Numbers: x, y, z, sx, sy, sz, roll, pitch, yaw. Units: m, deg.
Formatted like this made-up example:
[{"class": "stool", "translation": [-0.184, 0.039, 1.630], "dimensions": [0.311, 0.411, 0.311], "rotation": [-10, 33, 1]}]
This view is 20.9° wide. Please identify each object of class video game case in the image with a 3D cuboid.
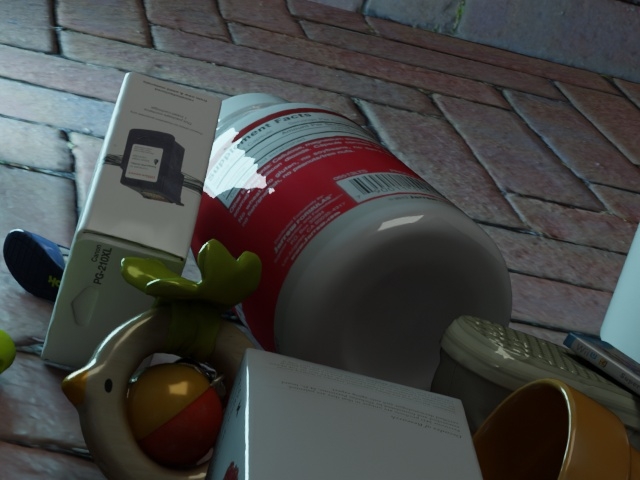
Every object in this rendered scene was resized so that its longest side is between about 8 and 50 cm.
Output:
[{"class": "video game case", "translation": [0.311, 0.139, 1.605], "dimensions": [0.166, 0.015, 0.119], "rotation": [34, 9, 26]}]

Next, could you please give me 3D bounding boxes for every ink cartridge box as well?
[{"class": "ink cartridge box", "translation": [-0.172, -0.012, 1.601], "dimensions": [0.100, 0.172, 0.237], "rotation": [16, 40, -7]}]

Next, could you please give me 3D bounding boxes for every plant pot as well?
[{"class": "plant pot", "translation": [0.209, 0.237, 1.331], "dimensions": [0.188, 0.205, 0.205], "rotation": [29, 16, -13]}]

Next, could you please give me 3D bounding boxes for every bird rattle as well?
[{"class": "bird rattle", "translation": [-0.096, 0.130, 1.406], "dimensions": [0.207, 0.253, 0.143], "rotation": [-36, 16, -27]}]

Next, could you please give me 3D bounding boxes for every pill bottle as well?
[{"class": "pill bottle", "translation": [0.000, 0.000, 1.738], "dimensions": [0.229, 0.229, 0.407], "rotation": [7, 21, -28]}]

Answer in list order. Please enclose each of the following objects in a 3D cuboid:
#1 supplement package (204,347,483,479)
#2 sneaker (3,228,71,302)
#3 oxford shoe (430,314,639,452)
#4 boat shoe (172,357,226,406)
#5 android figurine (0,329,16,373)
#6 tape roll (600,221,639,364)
[{"class": "supplement package", "translation": [0.008, 0.224, 1.187], "dimensions": [0.175, 0.177, 0.293], "rotation": [15, 18, -8]}, {"class": "sneaker", "translation": [-0.246, 0.033, 1.707], "dimensions": [0.144, 0.053, 0.059], "rotation": [31, 25, 11]}, {"class": "oxford shoe", "translation": [0.253, 0.185, 1.618], "dimensions": [0.449, 0.130, 0.169], "rotation": [21, 8, -42]}, {"class": "boat shoe", "translation": [-0.109, 0.138, 1.501], "dimensions": [0.066, 0.066, 0.183], "rotation": [24, 20, 20]}, {"class": "android figurine", "translation": [-0.389, 0.068, 1.473], "dimensions": [0.248, 0.056, 0.273], "rotation": [20, 18, 7]}, {"class": "tape roll", "translation": [0.469, 0.073, 2.035], "dimensions": [0.246, 0.169, 0.246], "rotation": [15, 19, -5]}]
